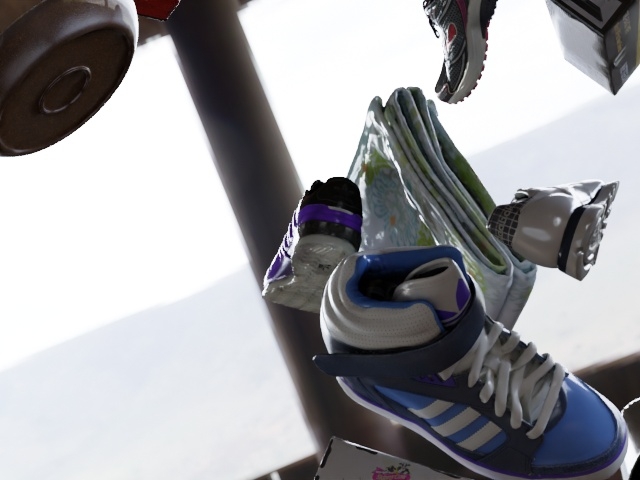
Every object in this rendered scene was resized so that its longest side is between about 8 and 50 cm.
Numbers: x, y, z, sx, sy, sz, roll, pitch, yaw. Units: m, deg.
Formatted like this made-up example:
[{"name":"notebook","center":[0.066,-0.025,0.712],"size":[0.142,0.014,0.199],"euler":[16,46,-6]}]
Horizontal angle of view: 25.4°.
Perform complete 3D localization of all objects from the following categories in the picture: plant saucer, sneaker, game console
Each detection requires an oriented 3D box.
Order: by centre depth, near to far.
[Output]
[{"name":"sneaker","center":[0.226,-0.023,1.353],"size":[0.094,0.090,0.235],"euler":[14,8,16]},{"name":"sneaker","center":[0.149,0.113,1.359],"size":[0.236,0.322,0.130],"euler":[86,-152,-58]},{"name":"sneaker","center":[0.001,0.000,1.887],"size":[0.102,0.146,0.293],"euler":[15,-22,-10]},{"name":"plant saucer","center":[-0.359,-0.217,1.927],"size":[0.310,0.050,0.310],"euler":[-40,-15,-13]},{"name":"sneaker","center":[0.217,-0.356,2.306],"size":[0.112,0.121,0.299],"euler":[2,-49,-3]},{"name":"game console","center":[-0.320,-0.433,2.411],"size":[0.144,0.085,0.124],"euler":[9,-20,-21]}]

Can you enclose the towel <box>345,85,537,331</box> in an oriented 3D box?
[{"name":"towel","center":[0.136,0.018,1.859],"size":[0.090,0.320,0.374],"euler":[-19,-28,-20]}]

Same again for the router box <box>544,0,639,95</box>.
[{"name":"router box","center":[0.348,-0.295,1.488],"size":[0.243,0.081,0.309],"euler":[-52,-14,5]}]

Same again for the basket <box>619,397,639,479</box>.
[{"name":"basket","center":[0.529,0.331,2.168],"size":[0.154,0.204,0.227],"euler":[17,14,-1]}]

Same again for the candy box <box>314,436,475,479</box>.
[{"name":"candy box","center":[0.055,0.314,1.405],"size":[0.165,0.196,0.070],"euler":[13,-22,28]}]
